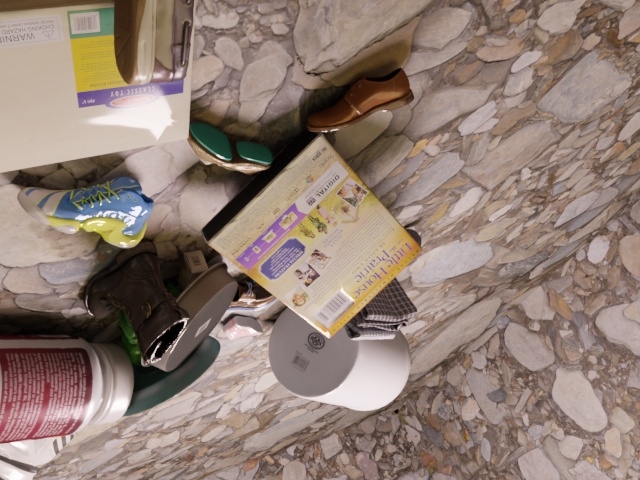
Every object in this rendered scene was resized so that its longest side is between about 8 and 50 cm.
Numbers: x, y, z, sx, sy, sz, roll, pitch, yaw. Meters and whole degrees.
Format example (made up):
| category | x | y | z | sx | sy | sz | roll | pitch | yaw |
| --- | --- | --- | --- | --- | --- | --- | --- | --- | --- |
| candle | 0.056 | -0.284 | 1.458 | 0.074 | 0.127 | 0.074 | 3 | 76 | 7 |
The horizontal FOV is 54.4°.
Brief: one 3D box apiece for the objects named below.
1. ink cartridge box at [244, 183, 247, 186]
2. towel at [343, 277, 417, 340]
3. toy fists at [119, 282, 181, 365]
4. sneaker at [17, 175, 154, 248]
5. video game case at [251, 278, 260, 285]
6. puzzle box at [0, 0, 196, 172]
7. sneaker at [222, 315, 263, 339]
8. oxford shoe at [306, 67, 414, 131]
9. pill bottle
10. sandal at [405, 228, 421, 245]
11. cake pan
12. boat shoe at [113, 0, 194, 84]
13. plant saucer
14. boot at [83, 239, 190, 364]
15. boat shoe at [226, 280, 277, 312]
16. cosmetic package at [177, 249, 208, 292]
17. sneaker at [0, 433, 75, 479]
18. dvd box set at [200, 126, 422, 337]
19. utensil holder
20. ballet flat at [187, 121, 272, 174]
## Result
| category | x | y | z | sx | sy | sz | roll | pitch | yaw |
| --- | --- | --- | --- | --- | --- | --- | --- | --- | --- |
| ink cartridge box | -0.104 | -0.074 | 1.328 | 0.135 | 0.056 | 0.099 | -8 | 146 | -33 |
| towel | 0.105 | 0.114 | 1.604 | 0.121 | 0.283 | 0.235 | -41 | 152 | 22 |
| toy fists | -0.410 | 0.206 | 1.489 | 0.142 | 0.096 | 0.279 | -31 | 158 | -31 |
| sneaker | -0.386 | -0.072 | 1.064 | 0.126 | 0.091 | 0.240 | -53 | 148 | 8 |
| video game case | -0.123 | 0.078 | 1.623 | 0.119 | 0.015 | 0.166 | -18 | 152 | -18 |
| puzzle box | -0.374 | -0.212 | 0.842 | 0.409 | 0.052 | 0.272 | -15 | 150 | -24 |
| sneaker | -0.229 | 0.257 | 1.798 | 0.070 | 0.051 | 0.134 | -36 | 149 | 18 |
| oxford shoe | 0.066 | -0.265 | 1.167 | 0.212 | 0.076 | 0.076 | -23 | 123 | -3 |
| pill bottle | -0.621 | 0.314 | 1.337 | 0.224 | 0.224 | 0.392 | -42 | 150 | 25 |
| sandal | 0.176 | 0.057 | 1.792 | 0.255 | 0.097 | 0.054 | -28 | 180 | 0 |
| cake pan | -0.288 | 0.181 | 1.419 | 0.293 | 0.054 | 0.293 | -53 | 172 | -10 |
| boat shoe | -0.181 | -0.321 | 0.730 | 0.092 | 0.103 | 0.285 | -9 | 125 | -39 |
| plant saucer | -0.404 | 0.324 | 1.573 | 0.318 | 0.043 | 0.317 | -23 | -163 | 8 |
| boot | -0.380 | 0.151 | 1.270 | 0.091 | 0.229 | 0.263 | 6 | 137 | -49 |
| boat shoe | -0.196 | 0.143 | 1.594 | 0.183 | 0.066 | 0.066 | -13 | 141 | -11 |
| cosmetic package | -0.291 | 0.079 | 1.418 | 0.041 | 0.060 | 0.115 | -11 | 147 | -29 |
| sneaker | -0.749 | 0.399 | 1.473 | 0.257 | 0.169 | 0.447 | -43 | 143 | -13 |
| dvd box set | 0.000 | 0.000 | 1.322 | 0.307 | 0.062 | 0.420 | -44 | 129 | 4 |
| utensil holder | 0.065 | 0.352 | 1.946 | 0.328 | 0.327 | 0.385 | -35 | 150 | 13 |
| ballet flat | -0.174 | -0.155 | 1.116 | 0.067 | 0.073 | 0.206 | -28 | 153 | 32 |
